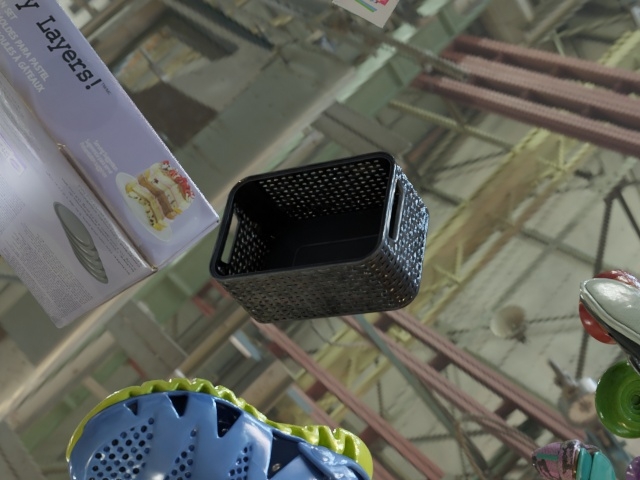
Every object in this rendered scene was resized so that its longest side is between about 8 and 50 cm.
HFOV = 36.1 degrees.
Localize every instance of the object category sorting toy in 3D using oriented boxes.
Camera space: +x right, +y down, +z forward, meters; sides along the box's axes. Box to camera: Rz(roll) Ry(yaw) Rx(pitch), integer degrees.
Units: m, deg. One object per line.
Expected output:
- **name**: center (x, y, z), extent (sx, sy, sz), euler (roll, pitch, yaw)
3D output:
- **sorting toy**: center (0.501, 0.226, 1.504), extent (0.127, 0.365, 0.126), euler (-11, -179, -12)

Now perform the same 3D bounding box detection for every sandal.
- **sandal**: center (-0.069, 0.217, 0.881), extent (0.126, 0.317, 0.138), euler (-66, -152, 17)

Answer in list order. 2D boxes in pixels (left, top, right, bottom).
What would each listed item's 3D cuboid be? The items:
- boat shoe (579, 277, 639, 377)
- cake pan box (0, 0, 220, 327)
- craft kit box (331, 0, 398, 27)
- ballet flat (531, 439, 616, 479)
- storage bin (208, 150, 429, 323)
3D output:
- **boat shoe**: center (0.374, 0.122, 1.148), extent (0.084, 0.079, 0.233), euler (-9, -146, -21)
- **cake pan box**: center (-0.215, -0.072, 0.701), extent (0.070, 0.267, 0.246), euler (-41, -174, -33)
- **craft kit box**: center (0.094, -0.337, 0.835), extent (0.250, 0.061, 0.246), euler (-83, -160, -56)
- **ballet flat**: center (0.334, 0.304, 1.313), extent (0.079, 0.221, 0.077), euler (7, -106, 32)
- **storage bin**: center (0.000, 0.000, 0.918), extent (0.180, 0.084, 0.122), euler (-8, -128, 27)
